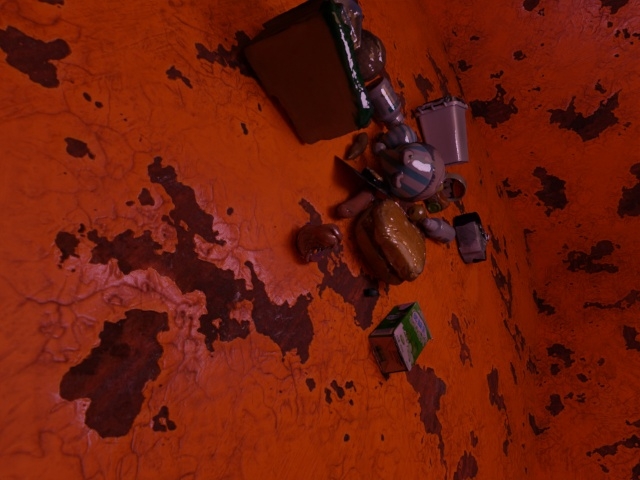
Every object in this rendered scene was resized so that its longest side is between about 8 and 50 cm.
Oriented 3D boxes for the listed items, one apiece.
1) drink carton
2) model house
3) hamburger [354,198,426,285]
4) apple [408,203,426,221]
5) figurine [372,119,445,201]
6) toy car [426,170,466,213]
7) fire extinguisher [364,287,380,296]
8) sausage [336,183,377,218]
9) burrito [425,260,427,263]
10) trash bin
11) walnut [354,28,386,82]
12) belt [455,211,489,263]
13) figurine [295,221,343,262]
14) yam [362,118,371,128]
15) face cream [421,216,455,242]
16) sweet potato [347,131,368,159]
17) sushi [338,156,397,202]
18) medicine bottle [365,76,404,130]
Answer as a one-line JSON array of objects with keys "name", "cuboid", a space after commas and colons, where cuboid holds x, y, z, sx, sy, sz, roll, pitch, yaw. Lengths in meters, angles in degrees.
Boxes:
[{"name": "drink carton", "cuboid": [0.297, 0.352, 1.470, 0.271, 0.108, 0.161, -30, 100, -52]}, {"name": "model house", "cuboid": [0.021, -0.570, 1.320, 0.382, 0.334, 0.343, 60, 39, -32]}, {"name": "hamburger", "cuboid": [0.269, 0.005, 1.519, 0.305, 0.174, 0.284, 58, 37, -19]}, {"name": "apple", "cuboid": [0.449, -0.128, 1.883, 0.071, 0.084, 0.084, 12, 67, -41]}, {"name": "figurine", "cuboid": [0.350, -0.342, 1.616, 0.362, 0.266, 0.377, 63, 7, 8]}, {"name": "toy car", "cuboid": [0.621, -0.267, 2.044, 0.235, 0.235, 0.145, 50, 42, -27]}, {"name": "fire extinguisher", "cuboid": [0.189, 0.186, 1.469, 0.083, 0.025, 0.038, 11, 45, -50]}, {"name": "sausage", "cuboid": [0.138, -0.144, 1.493, 0.304, 0.078, 0.078, -42, 110, -51]}, {"name": "burrito", "cuboid": [0.428, 0.051, 1.815, 0.149, 0.041, 0.055, 50, 29, -22]}, {"name": "trash bin", "cuboid": [0.689, -0.598, 2.263, 0.296, 0.255, 0.368, -13, 94, -55]}, {"name": "walnut", "cuboid": [0.163, -0.748, 1.650, 0.224, 0.224, 0.225, 24, 58, -45]}, {"name": "belt", "cuboid": [0.875, -0.017, 2.314, 0.184, 0.164, 0.290, 10, 71, -56]}, {"name": "figurine", "cuboid": [-0.010, 0.000, 1.201, 0.113, 0.157, 0.126, 6, 75, -29]}, {"name": "yam", "cuboid": [0.109, -0.529, 1.629, 0.274, 0.061, 0.061, 21, 60, -46]}, {"name": "face cream", "cuboid": [0.567, -0.060, 1.989, 0.251, 0.101, 0.101, 21, 60, -46]}, {"name": "sweet potato", "cuboid": [0.151, -0.372, 1.624, 0.065, 0.051, 0.218, 56, 40, -26]}, {"name": "sushi", "cuboid": [0.199, -0.243, 1.547, 0.279, 0.043, 0.193, 25, 19, -45]}, {"name": "medicine bottle", "cuboid": [0.289, -0.608, 1.824, 0.215, 0.135, 0.135, 49, 43, -28]}]
